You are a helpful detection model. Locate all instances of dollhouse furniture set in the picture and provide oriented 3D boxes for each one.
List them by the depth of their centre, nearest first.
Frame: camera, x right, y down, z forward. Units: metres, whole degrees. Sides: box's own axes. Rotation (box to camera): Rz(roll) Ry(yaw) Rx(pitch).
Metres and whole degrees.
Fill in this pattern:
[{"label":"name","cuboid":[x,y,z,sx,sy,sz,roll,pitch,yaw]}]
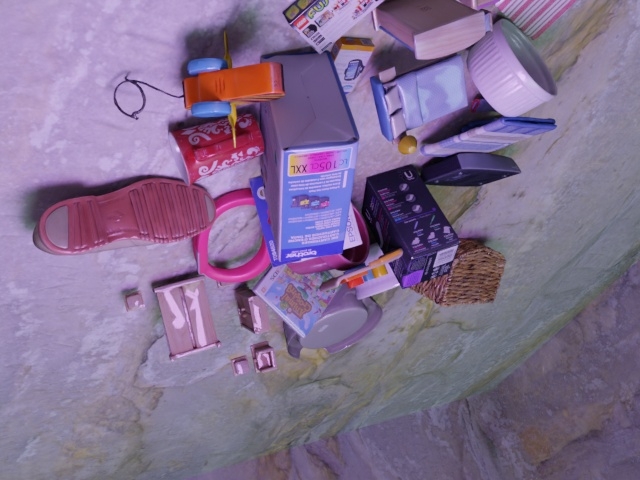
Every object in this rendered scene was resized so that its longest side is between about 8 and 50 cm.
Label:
[{"label":"dollhouse furniture set","cuboid":[0.265,-0.326,1.349,0.286,0.198,0.303,-21,128,-8]},{"label":"dollhouse furniture set","cuboid":[-0.331,0.245,1.866,0.355,0.303,0.174,-13,-175,-19]}]

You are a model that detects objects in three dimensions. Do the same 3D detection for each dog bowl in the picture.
[{"label":"dog bowl","cuboid":[0.032,0.267,2.295,0.348,0.102,0.349,-19,149,-12]}]

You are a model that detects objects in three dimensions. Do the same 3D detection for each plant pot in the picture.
[{"label":"plant pot","cuboid":[0.000,0.000,1.780,0.180,0.201,0.201,-27,154,34]}]

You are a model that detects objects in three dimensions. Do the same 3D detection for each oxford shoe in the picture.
[{"label":"oxford shoe","cuboid":[-0.417,-0.048,1.467,0.396,0.141,0.146,-8,177,-37]}]

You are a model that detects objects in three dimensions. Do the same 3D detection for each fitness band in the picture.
[{"label":"fitness band","cuboid":[-0.210,-0.005,1.697,0.208,0.054,0.291,-11,136,-23]}]

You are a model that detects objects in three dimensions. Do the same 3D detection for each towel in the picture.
[{"label":"towel","cuboid":[0.468,-0.524,1.469,0.197,0.029,0.144,16,130,-46]},{"label":"towel","cuboid":[0.406,-0.255,1.683,0.209,0.034,0.285,-4,173,-35]}]

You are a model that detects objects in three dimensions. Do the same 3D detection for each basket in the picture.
[{"label":"basket","cuboid":[0.458,0.089,2.355,0.299,0.223,0.214,0,108,-38]}]

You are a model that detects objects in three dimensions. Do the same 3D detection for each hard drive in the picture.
[{"label":"hard drive","cuboid":[0.404,-0.189,1.852,0.254,0.054,0.172,-2,170,-39]}]

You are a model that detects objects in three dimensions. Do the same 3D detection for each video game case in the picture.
[{"label":"video game case","cuboid":[-0.060,0.129,1.882,0.212,0.023,0.193,47,67,-26]}]

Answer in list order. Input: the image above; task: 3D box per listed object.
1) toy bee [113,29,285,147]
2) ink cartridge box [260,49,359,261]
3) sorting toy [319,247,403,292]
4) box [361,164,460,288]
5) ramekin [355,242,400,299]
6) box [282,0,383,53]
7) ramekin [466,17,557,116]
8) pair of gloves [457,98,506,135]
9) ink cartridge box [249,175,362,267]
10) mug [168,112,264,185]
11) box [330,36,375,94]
[{"label":"toy bee","cuboid":[-0.191,-0.282,1.241,0.162,0.298,0.195,-20,127,-73]},{"label":"ink cartridge box","cuboid":[-0.037,-0.144,1.399,0.151,0.270,0.396,-6,143,-11]},{"label":"sorting toy","cuboid":[0.105,0.087,1.729,0.196,0.047,0.347,-24,178,-16]},{"label":"box","cuboid":[0.231,-0.037,1.799,0.143,0.270,0.165,-18,150,-15]},{"label":"ramekin","cuboid":[0.212,0.063,1.994,0.277,0.135,0.277,-21,177,-1]},{"label":"box","cuboid":[0.044,-0.445,1.252,0.207,0.036,0.114,-36,149,17]},{"label":"ramekin","cuboid":[0.414,-0.370,1.499,0.207,0.207,0.109,10,145,-46]},{"label":"pair of gloves","cuboid":[0.435,-0.324,1.757,0.159,0.023,0.198,-16,153,-20]},{"label":"ink cartridge box","cuboid":[-0.033,-0.068,1.613,0.223,0.223,0.045,-16,-179,-18]},{"label":"mug","cuboid":[-0.200,-0.181,1.375,0.169,0.150,0.113,-21,131,-17]},{"label":"box","cuboid":[0.048,-0.355,1.408,0.081,0.028,0.136,-6,147,-32]}]
